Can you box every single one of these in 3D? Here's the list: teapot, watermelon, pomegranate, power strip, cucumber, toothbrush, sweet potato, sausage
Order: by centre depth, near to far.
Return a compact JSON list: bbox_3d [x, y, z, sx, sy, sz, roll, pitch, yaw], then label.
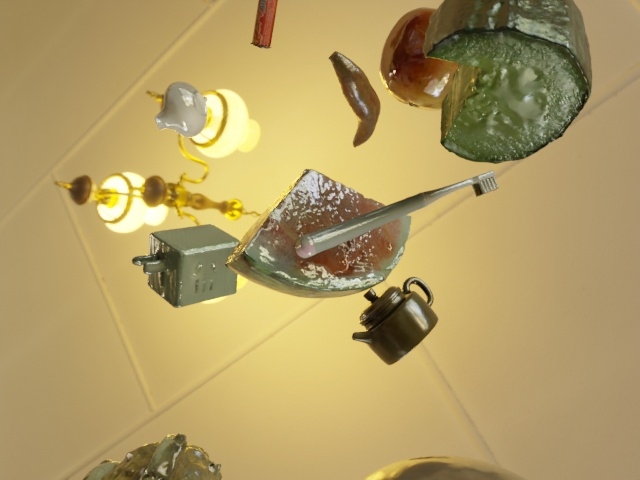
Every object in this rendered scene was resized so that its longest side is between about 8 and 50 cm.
[{"bbox_3d":[0.214,-0.190,0.623,0.191,0.191,0.130,2,-134,26],"label":"cucumber"},{"bbox_3d":[0.110,-0.039,0.672,0.025,0.342,0.030,-27,-97,56],"label":"toothbrush"},{"bbox_3d":[0.000,0.000,0.767,0.176,0.260,0.256,-60,-156,10],"label":"watermelon"},{"bbox_3d":[0.080,-0.273,1.084,0.078,0.255,0.058,-9,-120,11],"label":"sweet potato"},{"bbox_3d":[-0.115,-0.490,1.163,0.048,0.050,0.145,12,-63,-6],"label":"sausage"},{"bbox_3d":[-0.305,0.057,1.205,0.139,0.224,0.140,28,-63,39],"label":"power strip"},{"bbox_3d":[0.278,-0.457,1.332,0.252,0.229,0.271,38,-71,57],"label":"pomegranate"},{"bbox_3d":[0.187,0.187,1.387,0.175,0.267,0.185,48,-30,3],"label":"teapot"},{"bbox_3d":[-0.347,-0.347,1.425,0.092,0.226,0.145,-8,-67,16],"label":"teapot"}]

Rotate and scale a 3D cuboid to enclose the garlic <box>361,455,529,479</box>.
[{"bbox_3d":[0.024,0.241,0.303,0.340,0.231,0.246,-46,-150,49],"label":"garlic"}]

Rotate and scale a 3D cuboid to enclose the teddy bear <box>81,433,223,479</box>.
[{"bbox_3d":[-0.197,0.275,0.473,0.156,0.267,0.256,37,-122,26],"label":"teddy bear"}]
